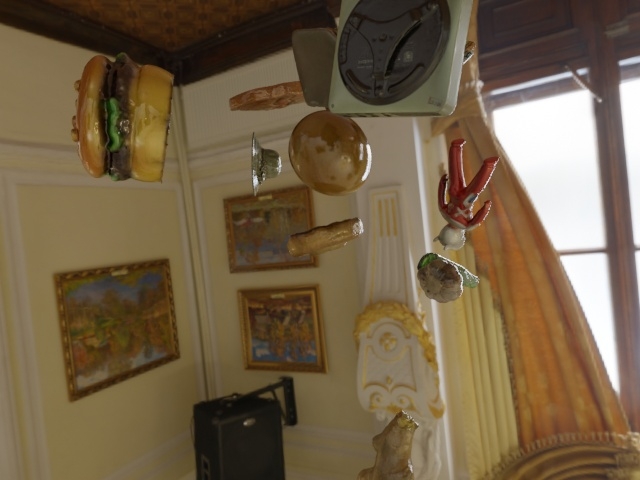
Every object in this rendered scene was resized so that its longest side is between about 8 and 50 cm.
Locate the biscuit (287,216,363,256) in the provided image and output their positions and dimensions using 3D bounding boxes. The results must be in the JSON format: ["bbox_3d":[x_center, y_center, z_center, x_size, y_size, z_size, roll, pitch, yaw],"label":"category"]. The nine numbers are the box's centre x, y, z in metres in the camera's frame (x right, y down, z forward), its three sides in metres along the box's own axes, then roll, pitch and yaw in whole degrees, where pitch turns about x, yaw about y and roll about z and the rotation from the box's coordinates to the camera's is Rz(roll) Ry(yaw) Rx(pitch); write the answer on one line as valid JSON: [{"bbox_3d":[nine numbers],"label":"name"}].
[{"bbox_3d":[0.000,0.001,1.513,0.274,0.091,0.213,-17,177,39],"label":"biscuit"}]

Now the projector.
[{"bbox_3d":[0.137,-0.366,0.828,0.257,0.259,0.079,12,-173,38],"label":"projector"}]

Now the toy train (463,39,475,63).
[{"bbox_3d":[0.453,-0.682,1.562,0.089,0.127,0.219,-43,-147,8],"label":"toy train"}]

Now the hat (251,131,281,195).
[{"bbox_3d":[-0.208,-0.297,1.739,0.110,0.252,0.252,0,-179,-4],"label":"hat"}]

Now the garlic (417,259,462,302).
[{"bbox_3d":[0.402,0.134,1.466,0.102,0.147,0.159,-12,-172,-37],"label":"garlic"}]

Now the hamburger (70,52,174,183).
[{"bbox_3d":[-0.614,-0.377,1.380,0.277,0.395,0.396,5,177,-21],"label":"hamburger"}]

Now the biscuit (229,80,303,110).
[{"bbox_3d":[-0.128,-0.562,1.721,0.455,0.078,0.350,-13,-171,-7],"label":"biscuit"}]

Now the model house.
[{"bbox_3d":[0.066,-0.424,1.113,0.199,0.219,0.229,6,-157,27],"label":"model house"}]

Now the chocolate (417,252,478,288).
[{"bbox_3d":[0.540,0.136,1.824,0.291,0.110,0.110,20,167,-30],"label":"chocolate"}]

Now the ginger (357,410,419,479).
[{"bbox_3d":[0.221,0.730,1.369,0.166,0.375,0.236,18,154,-13],"label":"ginger"}]

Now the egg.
[{"bbox_3d":[0.038,-0.271,1.424,0.250,0.250,0.322,-6,158,30],"label":"egg"}]

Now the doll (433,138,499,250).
[{"bbox_3d":[0.435,-0.114,1.380,0.099,0.384,0.188,-21,-133,-26],"label":"doll"}]
